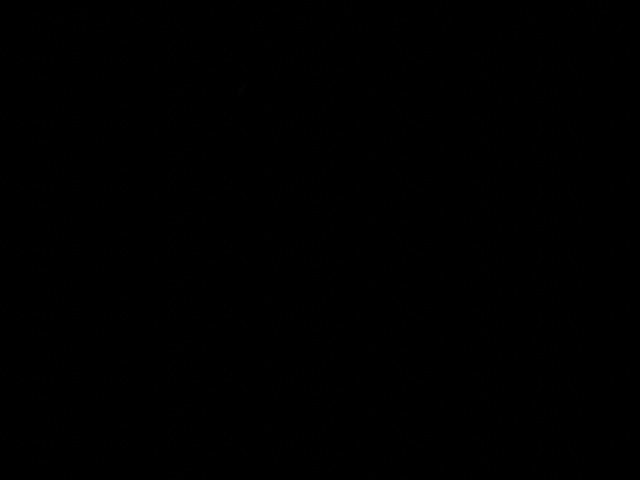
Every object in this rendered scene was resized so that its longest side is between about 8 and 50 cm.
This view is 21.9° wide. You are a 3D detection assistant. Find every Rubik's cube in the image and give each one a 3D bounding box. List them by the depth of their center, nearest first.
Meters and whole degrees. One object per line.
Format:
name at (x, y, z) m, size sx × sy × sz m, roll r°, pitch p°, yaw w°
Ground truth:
Rubik's cube at (0.000, 0.000, 0.174) m, size 0.318 × 0.316 × 0.313 m, roll 10°, pitch 146°, yaw -4°
